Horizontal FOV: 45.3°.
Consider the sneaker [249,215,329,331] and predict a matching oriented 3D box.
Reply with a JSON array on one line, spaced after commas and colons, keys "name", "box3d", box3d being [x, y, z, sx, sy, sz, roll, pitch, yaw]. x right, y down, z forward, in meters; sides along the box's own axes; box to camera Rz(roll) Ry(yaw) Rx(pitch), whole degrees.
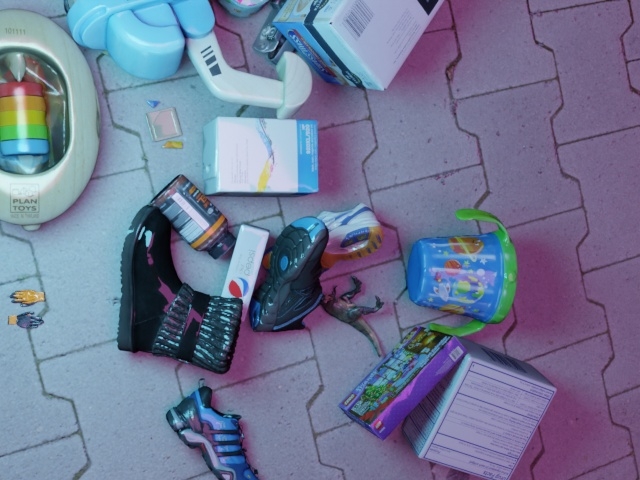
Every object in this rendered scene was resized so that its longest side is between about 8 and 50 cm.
[{"name": "sneaker", "box3d": [-0.048, 0.080, 1.753, 0.139, 0.125, 0.341, 9, 132, -26]}]

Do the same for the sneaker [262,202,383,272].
[{"name": "sneaker", "box3d": [0.000, 0.000, 1.846, 0.296, 0.131, 0.112, -15, 135, -1]}]

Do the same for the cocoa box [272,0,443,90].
[{"name": "cocoa box", "box3d": [0.106, -0.557, 1.769, 0.231, 0.228, 0.347, 41, 77, -39]}]

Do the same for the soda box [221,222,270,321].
[{"name": "soda box", "box3d": [-0.178, 0.072, 1.769, 0.069, 0.074, 0.216, 15, 94, -4]}]

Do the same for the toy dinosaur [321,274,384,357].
[{"name": "toy dinosaur", "box3d": [0.083, 0.165, 1.889, 0.268, 0.064, 0.118, 39, 93, -16]}]

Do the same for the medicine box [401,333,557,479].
[{"name": "medicine box", "box3d": [0.391, 0.424, 1.915, 0.263, 0.149, 0.289, 22, 100, -18]}]

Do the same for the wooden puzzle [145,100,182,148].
[{"name": "wooden puzzle", "box3d": [-0.360, -0.265, 1.759, 0.078, 0.014, 0.116, -10, 94, -23]}]

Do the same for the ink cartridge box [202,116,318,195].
[{"name": "ink cartridge box", "box3d": [-0.141, -0.186, 1.749, 0.232, 0.171, 0.168, -1, 90, -19]}]

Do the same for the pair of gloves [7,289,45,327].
[{"name": "pair of gloves", "box3d": [-0.640, 0.149, 1.669, 0.074, 0.010, 0.083, 4, 90, -19]}]

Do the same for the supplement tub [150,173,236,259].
[{"name": "supplement tub", "box3d": [-0.283, -0.049, 1.738, 0.106, 0.106, 0.198, -47, 105, -13]}]

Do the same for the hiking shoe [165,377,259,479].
[{"name": "hiking shoe", "box3d": [-0.213, 0.469, 1.762, 0.132, 0.113, 0.304, -43, 103, -13]}]

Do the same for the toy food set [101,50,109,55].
[{"name": "toy food set", "box3d": [-0.475, -0.481, 1.713, 0.078, 0.019, 0.122, 33, 80, -16]}]

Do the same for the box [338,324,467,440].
[{"name": "box", "box3d": [0.194, 0.336, 1.853, 0.293, 0.201, 0.057, -44, 104, -14]}]

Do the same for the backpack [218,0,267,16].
[{"name": "backpack", "box3d": [-0.182, -0.614, 1.749, 0.166, 0.144, 0.188, -45, 106, -19]}]

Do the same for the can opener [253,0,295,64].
[{"name": "can opener", "box3d": [-0.067, -0.558, 1.836, 0.095, 0.076, 0.283, 37, 77, -48]}]

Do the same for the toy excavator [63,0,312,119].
[{"name": "toy excavator", "box3d": [-0.284, -0.423, 1.621, 0.433, 0.222, 0.445, -22, 87, -21]}]

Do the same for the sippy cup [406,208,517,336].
[{"name": "sippy cup", "box3d": [0.339, 0.085, 1.899, 0.224, 0.240, 0.305, 4, 80, -7]}]

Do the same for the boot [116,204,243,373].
[{"name": "boot", "box3d": [-0.292, 0.107, 1.673, 0.260, 0.131, 0.348, 9, 102, 8]}]

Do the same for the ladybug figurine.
[{"name": "ladybug figurine", "box3d": [-0.616, -0.243, 1.592, 0.305, 0.162, 0.449, 0, 90, -19]}]
